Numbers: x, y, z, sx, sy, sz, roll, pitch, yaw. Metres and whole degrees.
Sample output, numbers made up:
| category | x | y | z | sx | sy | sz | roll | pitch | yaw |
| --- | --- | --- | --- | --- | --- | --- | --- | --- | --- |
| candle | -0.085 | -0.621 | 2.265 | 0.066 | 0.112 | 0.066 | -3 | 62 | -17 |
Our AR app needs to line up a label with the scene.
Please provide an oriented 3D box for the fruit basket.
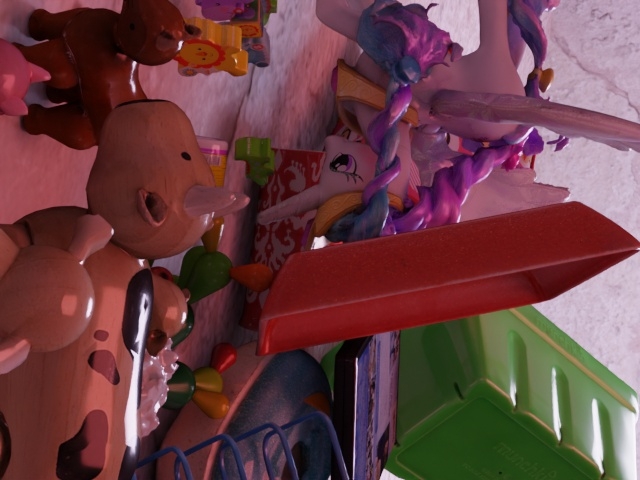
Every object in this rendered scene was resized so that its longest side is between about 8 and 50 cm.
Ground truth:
| category | x | y | z | sx | sy | sz | roll | pitch | yaw |
| --- | --- | --- | --- | --- | --- | --- | --- | --- | --- |
| fruit basket | 0.185 | 0.176 | 1.500 | 0.283 | 0.392 | 0.392 | -40 | 177 | 22 |

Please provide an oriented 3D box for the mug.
| category | x | y | z | sx | sy | sz | roll | pitch | yaw |
| --- | --- | --- | --- | --- | --- | --- | --- | --- | --- |
| mug | -0.010 | -0.001 | 1.143 | 0.150 | 0.113 | 0.169 | -10 | 105 | -74 |

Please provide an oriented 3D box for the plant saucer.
| category | x | y | z | sx | sy | sz | roll | pitch | yaw |
| --- | --- | --- | --- | --- | --- | --- | --- | --- | --- |
| plant saucer | 0.075 | 0.030 | 0.897 | 0.259 | 0.259 | 0.047 | 110 | -31 | -79 |

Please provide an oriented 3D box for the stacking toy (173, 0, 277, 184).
| category | x | y | z | sx | sy | sz | roll | pitch | yaw |
| --- | --- | --- | --- | --- | --- | --- | --- | --- | --- |
| stacking toy | -0.068 | -0.161 | 0.896 | 0.221 | 0.052 | 0.166 | 76 | 13 | -67 |

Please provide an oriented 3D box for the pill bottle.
| category | x | y | z | sx | sy | sz | roll | pitch | yaw |
| --- | --- | --- | --- | --- | --- | --- | --- | --- | --- |
| pill bottle | -0.097 | -0.039 | 0.928 | 0.043 | 0.043 | 0.083 | -14 | 114 | -72 |

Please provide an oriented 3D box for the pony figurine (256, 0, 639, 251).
| category | x | y | z | sx | sy | sz | roll | pitch | yaw |
| --- | --- | --- | --- | --- | --- | --- | --- | --- | --- |
| pony figurine | 0.131 | -0.118 | 1.056 | 0.303 | 0.351 | 0.363 | 121 | -24 | -62 |

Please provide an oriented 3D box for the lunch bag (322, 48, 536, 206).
| category | x | y | z | sx | sy | sz | roll | pitch | yaw |
| --- | --- | --- | --- | --- | --- | --- | --- | --- | --- |
| lunch bag | 0.135 | -0.069 | 1.315 | 0.120 | 0.258 | 0.293 | -40 | -160 | 44 |

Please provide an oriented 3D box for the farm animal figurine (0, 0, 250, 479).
| category | x | y | z | sx | sy | sz | roll | pitch | yaw |
| --- | --- | --- | --- | --- | --- | --- | --- | --- | --- |
| farm animal figurine | -0.135 | 0.008 | 0.597 | 0.330 | 0.172 | 0.326 | -40 | 137 | -66 |

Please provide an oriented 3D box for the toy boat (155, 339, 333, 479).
| category | x | y | z | sx | sy | sz | roll | pitch | yaw |
| --- | --- | --- | --- | --- | --- | --- | --- | --- | --- |
| toy boat | -0.043 | 0.247 | 1.093 | 0.267 | 0.148 | 0.318 | -52 | 147 | -59 |

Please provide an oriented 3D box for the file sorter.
| category | x | y | z | sx | sy | sz | roll | pitch | yaw |
| --- | --- | --- | --- | --- | --- | --- | --- | --- | --- |
| file sorter | -0.074 | 0.196 | 0.864 | 0.170 | 0.118 | 0.104 | -9 | 75 | -33 |

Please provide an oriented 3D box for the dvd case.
| category | x | y | z | sx | sy | sz | roll | pitch | yaw |
| --- | --- | --- | --- | --- | --- | --- | --- | --- | --- |
| dvd case | 0.045 | 0.152 | 1.124 | 0.253 | 0.022 | 0.180 | -46 | 139 | -71 |

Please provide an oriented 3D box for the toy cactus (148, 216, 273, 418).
| category | x | y | z | sx | sy | sz | roll | pitch | yaw |
| --- | --- | --- | --- | --- | --- | --- | --- | --- | --- |
| toy cactus | -0.113 | 0.083 | 0.876 | 0.180 | 0.112 | 0.219 | -58 | 163 | -30 |
